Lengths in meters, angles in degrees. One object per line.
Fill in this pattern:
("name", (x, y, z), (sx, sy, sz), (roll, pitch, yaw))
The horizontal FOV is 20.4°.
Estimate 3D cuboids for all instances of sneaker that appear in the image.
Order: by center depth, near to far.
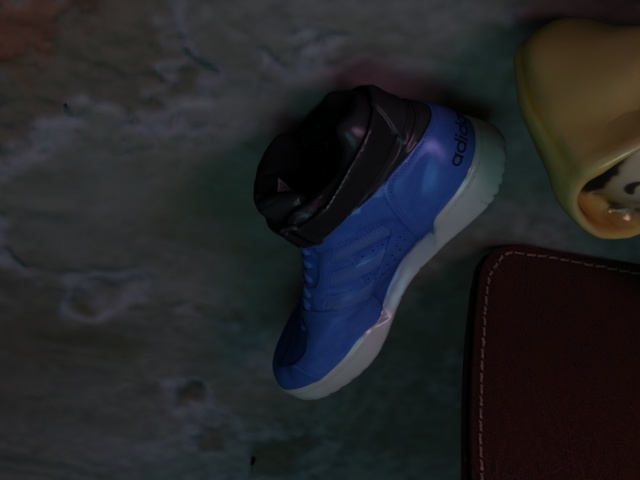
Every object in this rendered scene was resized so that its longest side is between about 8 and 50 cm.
("sneaker", (0.000, -0.001, 0.719), (0.085, 0.058, 0.152), (20, 128, -26))

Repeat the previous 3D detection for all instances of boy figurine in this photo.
("boy figurine", (0.205, -0.019, 0.684), (0.285, 0.092, 0.177), (22, 134, -25))

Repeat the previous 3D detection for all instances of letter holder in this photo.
("letter holder", (0.137, 0.170, 0.720), (0.214, 0.301, 0.152), (12, 134, -12))
